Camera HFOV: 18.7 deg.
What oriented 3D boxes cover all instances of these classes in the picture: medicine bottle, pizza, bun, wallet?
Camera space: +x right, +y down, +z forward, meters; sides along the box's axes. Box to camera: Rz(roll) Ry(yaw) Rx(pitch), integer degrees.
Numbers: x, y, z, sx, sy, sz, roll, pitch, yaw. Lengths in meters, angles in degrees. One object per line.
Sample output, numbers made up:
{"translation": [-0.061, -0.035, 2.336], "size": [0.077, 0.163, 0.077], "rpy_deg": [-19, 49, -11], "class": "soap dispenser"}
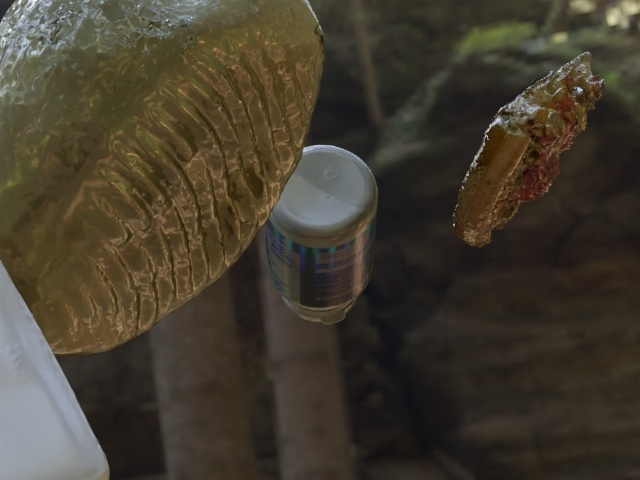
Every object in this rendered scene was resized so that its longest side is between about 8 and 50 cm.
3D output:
{"translation": [0.000, 0.000, 1.873], "size": [0.107, 0.107, 0.191], "rpy_deg": [-8, -30, -5], "class": "medicine bottle"}
{"translation": [0.190, -0.087, 1.650], "size": [0.199, 0.062, 0.188], "rpy_deg": [-49, -11, -26], "class": "pizza"}
{"translation": [-0.166, -0.086, 1.526], "size": [0.362, 0.234, 0.326], "rpy_deg": [-58, -18, 8], "class": "bun"}
{"translation": [-0.187, 0.077, 1.047], "size": [0.095, 0.190, 0.033], "rpy_deg": [-18, -32, -21], "class": "wallet"}
